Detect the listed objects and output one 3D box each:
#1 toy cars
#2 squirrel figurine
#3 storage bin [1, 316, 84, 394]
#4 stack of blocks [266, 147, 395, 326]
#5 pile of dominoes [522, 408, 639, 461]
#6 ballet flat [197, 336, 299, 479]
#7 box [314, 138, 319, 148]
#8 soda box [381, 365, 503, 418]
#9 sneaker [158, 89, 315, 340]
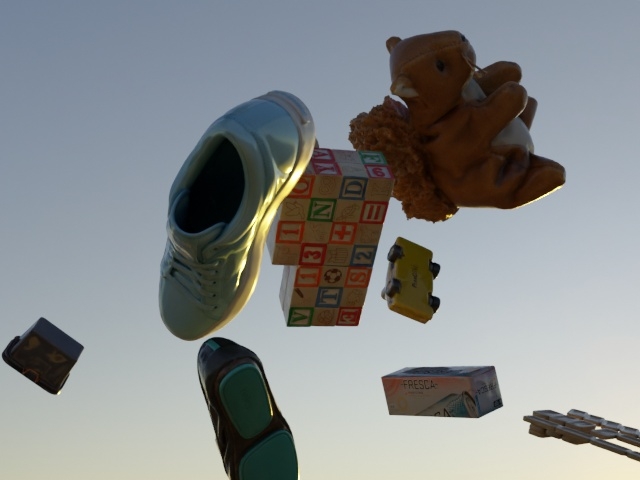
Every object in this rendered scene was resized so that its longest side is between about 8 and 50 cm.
[{"bbox_3d":[0.106,0.010,1.810,0.176,0.394,0.087,-10,-34,-42],"label":"toy cars"},{"bbox_3d":[0.228,-0.228,1.881,0.397,0.281,0.370,-29,-51,30],"label":"squirrel figurine"},{"bbox_3d":[-0.532,0.220,1.820,0.135,0.098,0.091,38,-68,-13],"label":"storage bin"},{"bbox_3d":[0.000,0.000,1.524,0.171,0.087,0.297,1,-56,-14],"label":"stack of blocks"},{"bbox_3d":[0.452,0.318,1.462,0.251,0.040,0.196,14,4,44],"label":"pile of dominoes"},{"bbox_3d":[-0.089,0.225,1.150,0.095,0.096,0.280,-26,-53,-24],"label":"ballet flat"},{"bbox_3d":[-0.108,-0.168,2.552,0.168,0.203,0.167,13,-42,33],"label":"box"},{"bbox_3d":[0.172,0.218,1.356,0.058,0.063,0.183,-14,2,-39],"label":"soda box"},{"bbox_3d":[-0.141,-0.013,1.105,0.150,0.135,0.366,-26,-33,-52],"label":"sneaker"}]
